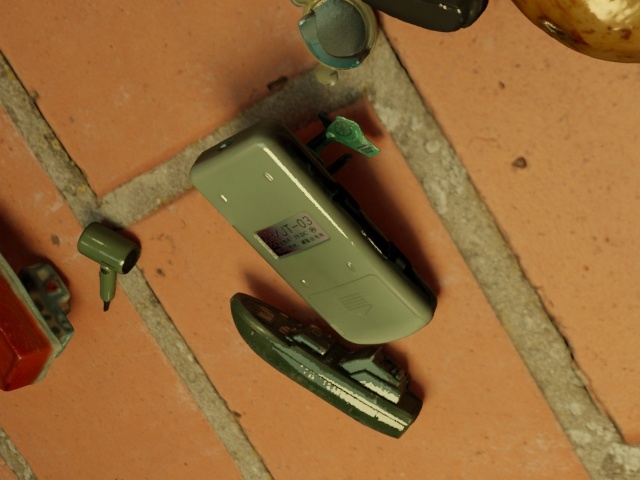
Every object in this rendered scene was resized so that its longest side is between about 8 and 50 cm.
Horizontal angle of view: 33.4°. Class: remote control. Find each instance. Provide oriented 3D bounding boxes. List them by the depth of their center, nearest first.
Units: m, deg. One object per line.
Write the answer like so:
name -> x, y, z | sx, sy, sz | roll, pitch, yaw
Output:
remote control -> 0.000, 0.000, 1.141 | 0.140, 0.056, 0.296 | -21, 122, 44

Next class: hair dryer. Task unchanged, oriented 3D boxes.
hair dryer -> -0.280, 0.047, 1.403 | 0.071, 0.047, 0.150 | 28, 135, 14

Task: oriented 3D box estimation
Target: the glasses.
glasses -> -0.020, -0.244, 0.975 | 0.088, 0.220, 0.189 | -40, 91, 2

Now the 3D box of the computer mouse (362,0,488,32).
computer mouse -> 0.032, -0.272, 0.920 | 0.269, 0.086, 0.137 | 47, 168, 27

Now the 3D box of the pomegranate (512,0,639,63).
pomegranate -> 0.236, -0.247, 0.783 | 0.248, 0.248, 0.248 | 16, 124, 24

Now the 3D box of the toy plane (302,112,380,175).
toy plane -> -0.039, -0.077, 1.163 | 0.096, 0.060, 0.235 | 46, 135, -10

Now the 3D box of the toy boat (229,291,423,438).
toy boat -> 0.004, 0.134, 1.251 | 0.260, 0.078, 0.085 | 32, 111, 11

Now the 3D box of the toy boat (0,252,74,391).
toy boat -> -0.456, 0.038, 1.462 | 0.332, 0.133, 0.145 | 50, 137, 11
